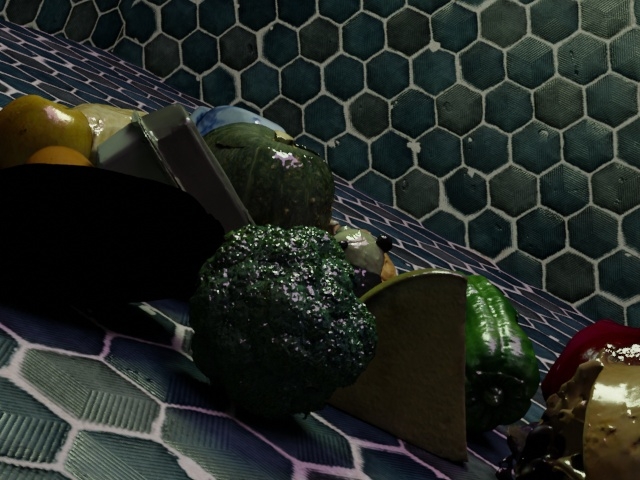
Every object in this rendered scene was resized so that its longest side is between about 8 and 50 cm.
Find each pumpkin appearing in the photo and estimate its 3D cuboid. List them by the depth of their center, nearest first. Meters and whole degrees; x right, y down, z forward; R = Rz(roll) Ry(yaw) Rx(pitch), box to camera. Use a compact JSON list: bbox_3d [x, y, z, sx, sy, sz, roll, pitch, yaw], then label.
[{"bbox_3d":[-0.121,-0.091,2.031,0.327,0.258,0.291,27,13,28],"label":"pumpkin"}]

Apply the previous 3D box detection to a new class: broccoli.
[{"bbox_3d":[-0.048,0.111,1.381,0.269,0.270,0.270,27,-20,3],"label":"broccoli"}]

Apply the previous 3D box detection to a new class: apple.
[{"bbox_3d":[-0.500,-0.181,1.862,0.182,0.155,0.182,24,13,-6],"label":"apple"}]

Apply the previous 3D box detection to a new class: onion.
[{"bbox_3d":[0.627,0.236,1.816,0.398,0.420,0.398,34,4,-3],"label":"onion"}]

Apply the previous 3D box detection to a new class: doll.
[{"bbox_3d":[0.040,0.092,1.677,0.143,0.234,0.135,20,-20,-16],"label":"doll"}]

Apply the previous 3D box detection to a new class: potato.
[{"bbox_3d":[0.144,0.151,1.514,0.269,0.255,0.112,25,12,-6],"label":"potato"}]

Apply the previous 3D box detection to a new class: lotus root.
[{"bbox_3d":[-0.301,-0.007,1.382,0.397,0.179,0.196,5,8,-32],"label":"lotus root"}]

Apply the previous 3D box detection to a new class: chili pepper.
[{"bbox_3d":[0.244,0.182,1.763,0.167,0.213,0.385,12,18,-6],"label":"chili pepper"}]

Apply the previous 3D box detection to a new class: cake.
[{"bbox_3d":[0.389,0.319,1.372,0.321,0.333,0.332,-12,-14,34],"label":"cake"}]

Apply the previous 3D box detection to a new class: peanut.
[{"bbox_3d":[-0.418,-0.194,2.148,0.339,0.158,0.174,11,47,-40],"label":"peanut"}]

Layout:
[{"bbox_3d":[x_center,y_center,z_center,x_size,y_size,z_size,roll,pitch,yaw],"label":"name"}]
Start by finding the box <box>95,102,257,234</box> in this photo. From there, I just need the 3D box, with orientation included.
[{"bbox_3d":[-0.226,-0.070,1.665,0.291,0.166,0.220,60,-3,-20],"label":"box"}]

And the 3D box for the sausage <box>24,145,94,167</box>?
[{"bbox_3d":[-0.372,-0.039,1.624,0.134,0.116,0.354,27,11,-40],"label":"sausage"}]

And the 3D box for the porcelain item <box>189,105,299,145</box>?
[{"bbox_3d":[-0.193,-0.184,2.403,0.178,0.243,0.405,46,-9,-35],"label":"porcelain item"}]

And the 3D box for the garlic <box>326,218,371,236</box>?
[{"bbox_3d":[0.000,0.000,2.323,0.217,0.110,0.228,16,-1,10],"label":"garlic"}]

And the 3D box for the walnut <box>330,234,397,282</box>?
[{"bbox_3d":[0.056,0.068,1.992,0.206,0.159,0.159,17,14,-46],"label":"walnut"}]
